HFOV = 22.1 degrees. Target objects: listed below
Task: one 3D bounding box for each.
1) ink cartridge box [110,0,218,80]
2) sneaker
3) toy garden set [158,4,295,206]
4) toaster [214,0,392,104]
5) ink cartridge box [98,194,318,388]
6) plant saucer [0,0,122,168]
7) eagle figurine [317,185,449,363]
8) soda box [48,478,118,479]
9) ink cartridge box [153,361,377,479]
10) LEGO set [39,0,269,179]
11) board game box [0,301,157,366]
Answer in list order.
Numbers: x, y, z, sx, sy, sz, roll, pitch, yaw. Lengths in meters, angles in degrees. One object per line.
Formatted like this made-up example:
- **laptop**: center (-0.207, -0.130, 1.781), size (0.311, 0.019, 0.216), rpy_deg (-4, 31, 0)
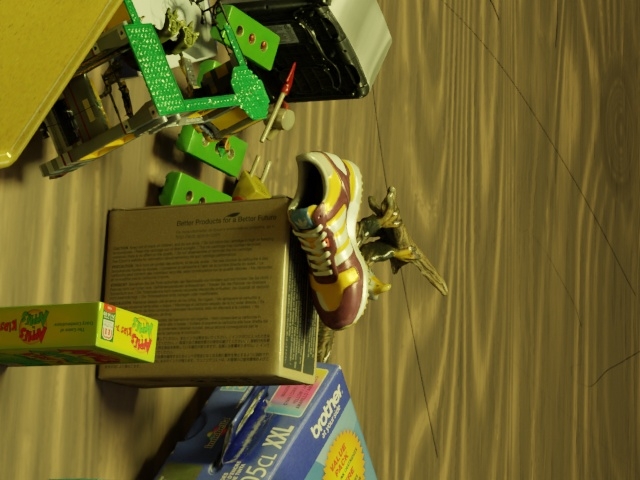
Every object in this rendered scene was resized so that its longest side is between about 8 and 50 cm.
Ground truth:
- **ink cartridge box**: center (-0.181, -0.312, 1.898), size (0.224, 0.045, 0.223), rpy_deg (-30, 112, -57)
- **sneaker**: center (0.000, 0.000, 1.693), size (0.084, 0.069, 0.186), rpy_deg (13, 68, -51)
- **toy garden set**: center (-0.104, -0.133, 1.963), size (0.204, 0.049, 0.244), rpy_deg (26, 79, -56)
- **toaster**: center (-0.013, -0.263, 2.045), size (0.168, 0.185, 0.110), rpy_deg (59, 44, -38)
- **ink cartridge box**: center (-0.119, 0.060, 1.773), size (0.088, 0.234, 0.193), rpy_deg (23, 68, -57)
- **plant saucer**: center (-0.290, -0.167, 1.408), size (0.333, 0.081, 0.332), rpy_deg (-53, 168, 18)
- **eagle figurine**: center (0.006, 0.066, 2.083), size (0.226, 0.225, 0.298), rpy_deg (45, 71, 6)
- **soda box**: center (-0.239, 0.352, 1.690), size (0.067, 0.071, 0.210), rpy_deg (18, 71, -57)
- **ink cartridge box**: center (-0.057, 0.319, 1.892), size (0.270, 0.151, 0.395), rpy_deg (-56, 137, -43)
- **LEGO set**: center (-0.224, -0.209, 1.695), size (0.331, 0.192, 0.255), rpy_deg (64, 31, -4)
- **board game box**: center (-0.258, 0.092, 1.580), size (0.092, 0.181, 0.043), rpy_deg (26, 65, -56)
